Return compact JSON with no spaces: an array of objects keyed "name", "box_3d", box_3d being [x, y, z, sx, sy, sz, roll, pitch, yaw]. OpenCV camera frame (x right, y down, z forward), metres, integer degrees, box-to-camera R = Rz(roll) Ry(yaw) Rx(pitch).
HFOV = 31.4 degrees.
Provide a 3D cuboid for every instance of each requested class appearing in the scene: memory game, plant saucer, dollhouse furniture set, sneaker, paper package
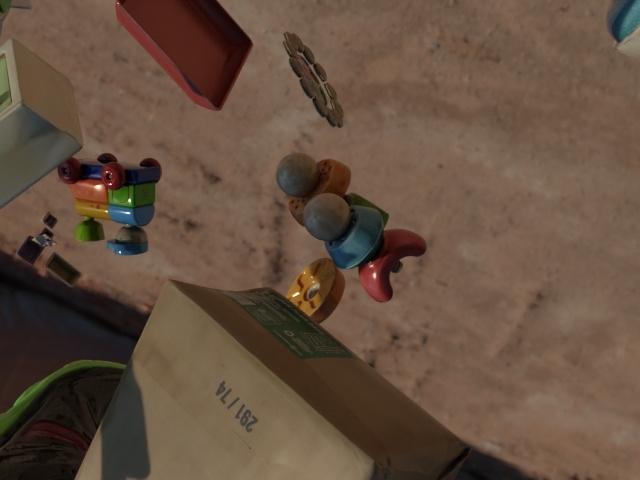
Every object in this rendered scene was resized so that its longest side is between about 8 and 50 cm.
[{"name":"memory game","box_3d":[-0.010,-0.268,1.895,0.012,0.186,0.186,-29,133,16]},{"name":"plant saucer","box_3d":[-0.246,-0.375,2.019,0.047,0.258,0.259,-28,116,30]},{"name":"dollhouse furniture set","box_3d":[-0.439,0.017,1.956,0.114,0.091,0.081,43,151,-24]},{"name":"sneaker","box_3d":[-0.385,0.321,1.570,0.202,0.483,0.185,35,122,16]},{"name":"paper package","box_3d":[-0.063,0.244,1.159,0.325,0.309,0.168,36,-164,36]}]

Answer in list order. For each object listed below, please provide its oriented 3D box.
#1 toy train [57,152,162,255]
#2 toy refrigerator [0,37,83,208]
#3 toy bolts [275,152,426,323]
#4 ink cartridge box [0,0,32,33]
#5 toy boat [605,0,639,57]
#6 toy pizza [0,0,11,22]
[{"name":"toy train","box_3d":[-0.362,-0.062,1.766,0.248,0.143,0.105,8,-169,30]},{"name":"toy refrigerator","box_3d":[-0.372,-0.075,1.137,0.269,0.102,0.094,-33,140,16]},{"name":"toy bolts","box_3d":[0.000,0.000,1.489,0.158,0.218,0.228,36,175,-28]},{"name":"ink cartridge box","box_3d":[-0.500,-0.330,1.569,0.180,0.104,0.060,-1,134,-31]},{"name":"toy boat","box_3d":[0.444,-0.370,1.386,0.148,0.318,0.267,35,151,-1]},{"name":"toy pizza","box_3d":[-0.288,-0.195,0.930,0.032,0.201,0.201,9,155,1]}]
